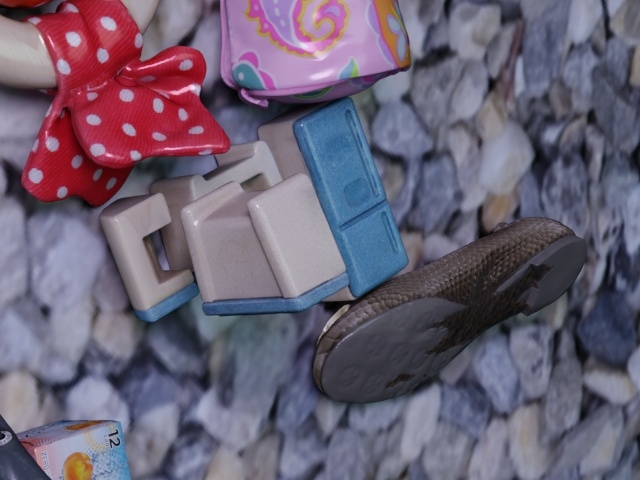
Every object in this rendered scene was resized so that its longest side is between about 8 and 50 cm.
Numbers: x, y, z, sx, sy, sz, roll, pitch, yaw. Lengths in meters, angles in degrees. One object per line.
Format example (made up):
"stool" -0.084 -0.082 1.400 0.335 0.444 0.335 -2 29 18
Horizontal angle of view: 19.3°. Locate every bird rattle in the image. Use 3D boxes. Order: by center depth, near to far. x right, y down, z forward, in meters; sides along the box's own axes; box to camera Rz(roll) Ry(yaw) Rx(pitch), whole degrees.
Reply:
"bird rattle" -0.146 -0.151 1.039 0.207 0.143 0.254 17 88 -30

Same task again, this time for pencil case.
"pencil case" -0.023 -0.224 1.137 0.124 0.124 0.284 -14 96 -43

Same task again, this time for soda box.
"soda box" -0.133 0.192 1.031 0.063 0.058 0.183 -13 96 -44

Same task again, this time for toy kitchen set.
"toy kitchen set" 0.000 0.000 1.100 0.207 0.166 0.122 -31 108 -40

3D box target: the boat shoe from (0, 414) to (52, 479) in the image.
"boat shoe" -0.120 0.163 0.931 0.340 0.127 0.113 41 65 6

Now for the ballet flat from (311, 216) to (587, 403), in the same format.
"ballet flat" 0.080 0.038 1.257 0.250 0.058 0.084 -25 139 -37
